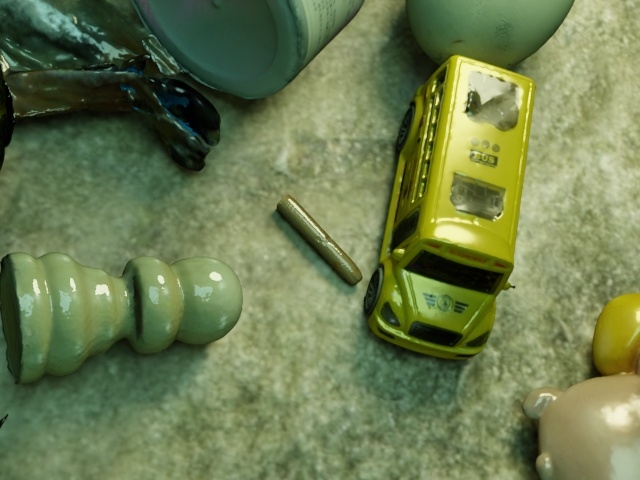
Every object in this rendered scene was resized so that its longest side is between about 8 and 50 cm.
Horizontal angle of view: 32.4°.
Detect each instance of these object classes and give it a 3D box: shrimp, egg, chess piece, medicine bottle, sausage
[{"bbox_3d":[-0.316,-0.207,1.230,0.446,0.110,0.221,26,70,-1],"label":"shrimp"},{"bbox_3d":[0.216,-0.325,1.364,0.203,0.203,0.282,30,63,-3],"label":"egg"},{"bbox_3d":[-0.201,0.068,1.144,0.243,0.133,0.133,-5,71,-24],"label":"chess piece"},{"bbox_3d":[-0.049,-0.342,1.276,0.245,0.245,0.290,38,56,1],"label":"medicine bottle"},{"bbox_3d":[0.000,0.000,1.276,0.024,0.024,0.132,-41,83,-25],"label":"sausage"}]

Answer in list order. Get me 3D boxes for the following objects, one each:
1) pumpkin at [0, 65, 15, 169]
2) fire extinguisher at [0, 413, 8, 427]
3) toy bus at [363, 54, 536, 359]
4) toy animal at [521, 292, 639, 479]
[{"bbox_3d":[-0.424,-0.135,1.111,0.238,0.159,0.237,2,110,5],"label":"pumpkin"},{"bbox_3d":[-0.465,0.133,1.037,0.341,0.141,0.105,24,23,-2],"label":"fire extinguisher"},{"bbox_3d":[0.157,-0.037,1.264,0.144,0.152,0.330,16,66,-10],"label":"toy bus"},{"bbox_3d":[0.403,0.166,1.201,0.345,0.247,0.277,-10,71,-19],"label":"toy animal"}]
